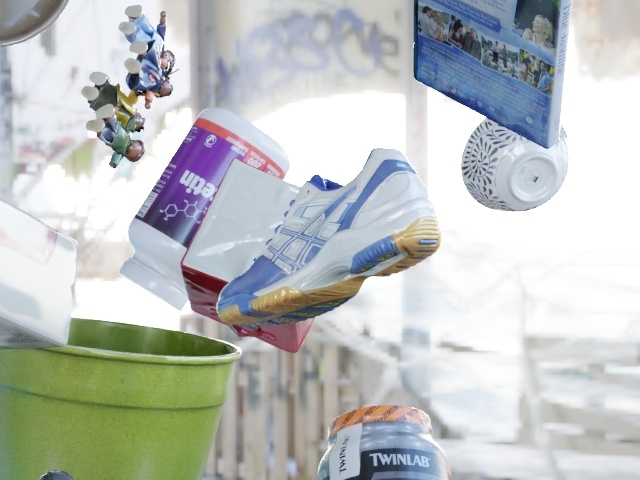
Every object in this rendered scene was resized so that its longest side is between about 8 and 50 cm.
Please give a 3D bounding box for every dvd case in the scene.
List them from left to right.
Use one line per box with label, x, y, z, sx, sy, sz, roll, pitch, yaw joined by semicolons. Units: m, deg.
dvd case;0.160;-0.225;1.322;0.022;0.253;0.180;-34;50;-30

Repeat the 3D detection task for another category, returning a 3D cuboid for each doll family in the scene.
doll family;-0.210;-0.176;1.594;0.076;0.193;0.111;26;-9;30

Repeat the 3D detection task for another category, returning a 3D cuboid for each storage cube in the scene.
storage cube;-0.080;0.026;2.043;0.183;0.215;0.193;23;-21;9

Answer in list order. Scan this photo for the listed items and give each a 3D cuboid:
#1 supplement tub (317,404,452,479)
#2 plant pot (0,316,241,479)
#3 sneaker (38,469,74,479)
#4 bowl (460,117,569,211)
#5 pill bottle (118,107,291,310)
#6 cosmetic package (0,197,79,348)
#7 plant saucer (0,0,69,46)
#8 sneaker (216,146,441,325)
supplement tub;0.095;0.404;1.951;0.193;0.316;0.193;-4;-30;-2
plant pot;-0.314;0.304;1.948;0.366;0.353;0.366;7;2;0
sneaker;-0.274;0.361;1.319;0.130;0.286;0.109;4;1;-26
bowl;0.294;-0.104;2.007;0.170;0.170;0.080;-1;25;-15
pill bottle;-0.200;-0.049;2.335;0.181;0.323;0.181;31;-7;4
cosmetic package;-0.396;0.016;1.453;0.153;0.129;0.296;-3;-19;22
plant saucer;-0.540;-0.450;2.289;0.277;0.278;0.041;-1;-4;-9
sneaker;0.000;0.000;1.544;0.296;0.131;0.112;-27;-20;29
